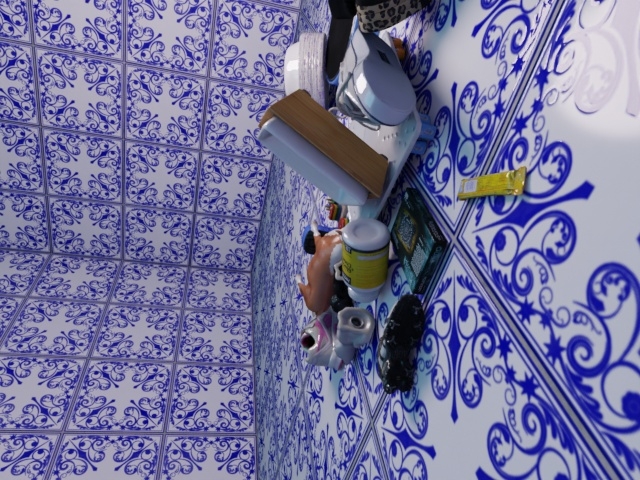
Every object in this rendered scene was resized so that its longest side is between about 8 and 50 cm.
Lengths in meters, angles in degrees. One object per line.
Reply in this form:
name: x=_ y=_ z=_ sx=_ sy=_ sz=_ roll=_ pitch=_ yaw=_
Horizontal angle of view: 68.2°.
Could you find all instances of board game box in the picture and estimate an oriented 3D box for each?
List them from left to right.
board game box: x=0.142 y=-0.233 z=1.151 sx=0.390 sy=0.050 sz=0.390 roll=111 pitch=160 yaw=-47
board game box: x=0.184 y=-0.003 z=0.921 sx=0.186 sy=0.026 sz=0.126 roll=-101 pitch=21 yaw=-52

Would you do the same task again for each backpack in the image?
backpack: x=0.000 y=0.000 z=1.470 sx=0.101 sy=0.120 sz=0.098 roll=-122 pitch=40 yaw=-68

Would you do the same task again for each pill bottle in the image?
pill bottle: x=0.099 y=0.049 z=1.047 sx=0.103 sy=0.103 sz=0.184 roll=-101 pitch=7 yaw=-51

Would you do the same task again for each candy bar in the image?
candy bar: x=0.250 y=-0.082 z=0.707 sx=0.161 sy=0.018 sz=0.040 roll=-175 pitch=95 yaw=-77

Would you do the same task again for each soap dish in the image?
soap dish: x=0.002 y=-0.201 z=1.055 sx=0.118 sy=0.291 sz=0.229 roll=-53 pitch=12 yaw=-4

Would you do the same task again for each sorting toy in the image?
sorting toy: x=0.050 y=-0.135 z=1.486 sx=0.274 sy=0.046 sz=0.132 roll=-110 pitch=30 yaw=-62

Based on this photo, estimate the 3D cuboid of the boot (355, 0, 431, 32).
boot: x=0.171 y=-0.622 z=0.922 sx=0.138 sy=0.377 sz=0.284 roll=33 pitch=160 yaw=37

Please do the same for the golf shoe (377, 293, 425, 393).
golf shoe: x=0.141 y=0.188 z=0.904 sx=0.094 sy=0.077 sz=0.198 roll=-133 pitch=52 yaw=-72

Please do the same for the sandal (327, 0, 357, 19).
sandal: x=0.082 y=-0.656 z=1.116 sx=0.446 sy=0.107 sz=0.167 roll=-59 pitch=-29 yaw=-45

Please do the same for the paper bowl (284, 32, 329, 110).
paper bowl: x=-0.048 y=-0.609 z=1.732 sx=0.284 sy=0.148 sz=0.284 roll=2 pitch=-90 yaw=-84

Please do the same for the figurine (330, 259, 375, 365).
figurine: x=0.070 y=0.192 z=1.202 sx=0.209 sy=0.092 sz=0.215 roll=102 pitch=168 yaw=-55

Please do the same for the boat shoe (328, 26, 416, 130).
boat shoe: x=0.084 y=-0.304 z=0.976 sx=0.156 sy=0.136 sz=0.367 roll=-52 pitch=28 yaw=34

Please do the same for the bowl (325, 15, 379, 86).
bowl: x=0.098 y=-0.675 z=1.485 sx=0.391 sy=0.077 sz=0.391 roll=-173 pitch=90 yaw=-76

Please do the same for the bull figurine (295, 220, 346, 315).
bull figurine: x=0.017 y=0.057 z=1.335 sx=0.310 sy=0.101 sz=0.188 roll=-68 pitch=25 yaw=20

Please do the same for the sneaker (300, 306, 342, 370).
sneaker: x=-0.006 y=0.267 z=1.387 sx=0.252 sy=0.111 sz=0.103 roll=-106 pitch=26 yaw=-58
